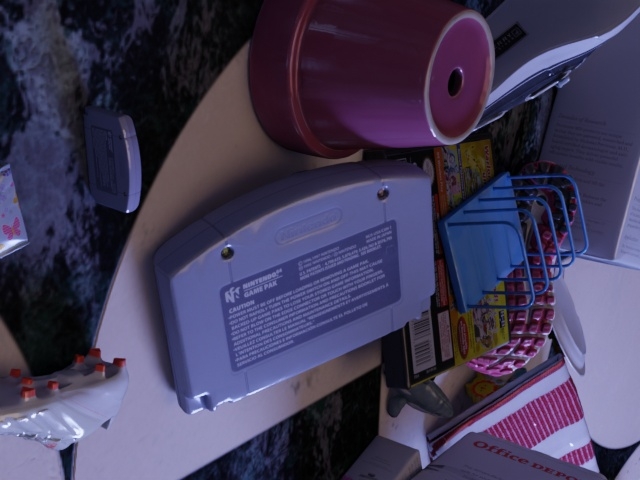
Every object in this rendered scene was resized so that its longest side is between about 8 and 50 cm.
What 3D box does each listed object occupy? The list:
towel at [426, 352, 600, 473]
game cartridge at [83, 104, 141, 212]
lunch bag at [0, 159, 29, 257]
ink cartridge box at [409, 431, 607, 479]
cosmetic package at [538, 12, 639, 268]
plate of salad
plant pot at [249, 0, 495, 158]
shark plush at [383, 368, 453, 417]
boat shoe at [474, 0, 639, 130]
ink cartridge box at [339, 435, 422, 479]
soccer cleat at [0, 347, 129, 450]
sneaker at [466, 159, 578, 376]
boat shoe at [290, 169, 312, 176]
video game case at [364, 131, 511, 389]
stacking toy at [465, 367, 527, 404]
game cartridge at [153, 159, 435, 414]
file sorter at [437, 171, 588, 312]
[{"bbox_3d":[0.291,0.342,1.700,0.237,0.037,0.329,-30,123,-13],"label":"towel"},{"bbox_3d":[-0.171,-0.067,0.987,0.017,0.056,0.083,-22,121,-41],"label":"game cartridge"},{"bbox_3d":[-0.264,-0.015,0.880,0.083,0.053,0.071,-28,124,-36],"label":"lunch bag"},{"bbox_3d":[0.195,0.358,1.418,0.283,0.207,0.117,-25,124,-50],"label":"ink cartridge box"},{"bbox_3d":[0.440,-0.158,1.731,0.217,0.156,0.385,14,90,-56],"label":"cosmetic package"},{"bbox_3d":[0.335,0.104,1.725,0.200,0.048,0.200,53,25,-37],"label":"plate of salad"},{"bbox_3d":[0.061,-0.171,1.165,0.201,0.180,0.201,-25,122,-49],"label":"plant pot"},{"bbox_3d":[0.121,0.158,1.476,0.073,0.067,0.161,-44,135,-36],"label":"shark plush"},{"bbox_3d":[0.246,-0.217,1.380,0.306,0.113,0.105,-38,159,1],"label":"boat shoe"},{"bbox_3d":[0.050,0.347,1.450,0.198,0.067,0.115,-44,136,-37],"label":"ink cartridge box"},{"bbox_3d":[-0.230,0.141,0.980,0.196,0.068,0.076,-8,112,-56],"label":"soccer cleat"},{"bbox_3d":[0.270,0.040,1.608,0.112,0.121,0.299,-41,151,-82],"label":"sneaker"},{"bbox_3d":[0.000,0.000,1.257,0.066,0.066,0.183,-53,143,-50],"label":"boat shoe"},{"bbox_3d":[0.146,0.016,1.435,0.248,0.035,0.274,-14,100,-52],"label":"video game case"},{"bbox_3d":[0.288,0.227,1.754,0.221,0.052,0.167,-41,133,-40],"label":"stacking toy"},{"bbox_3d":[-0.019,0.033,1.167,0.294,0.060,0.196,-21,127,-26],"label":"game cartridge"},{"bbox_3d":[0.236,-0.001,1.438,0.170,0.104,0.118,-35,115,-47],"label":"file sorter"}]
